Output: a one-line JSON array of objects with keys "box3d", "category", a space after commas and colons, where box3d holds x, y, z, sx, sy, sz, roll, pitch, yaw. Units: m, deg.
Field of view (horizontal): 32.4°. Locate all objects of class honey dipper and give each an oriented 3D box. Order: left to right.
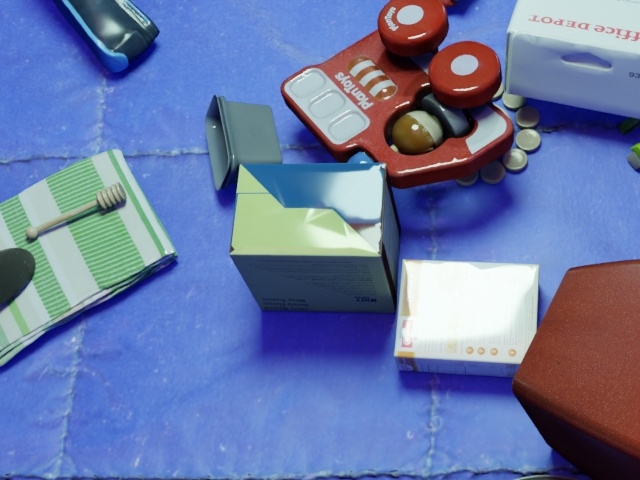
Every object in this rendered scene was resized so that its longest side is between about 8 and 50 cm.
[{"box3d": [-0.367, -0.042, 1.645, 0.160, 0.030, 0.030, -23, 63, 5], "category": "honey dipper"}]

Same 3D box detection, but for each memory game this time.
[{"box3d": [0.236, -0.164, 1.640, 0.186, 0.012, 0.186, -4, 64, 8], "category": "memory game"}]

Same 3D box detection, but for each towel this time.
[{"box3d": [-0.401, 0.018, 1.660, 0.325, 0.038, 0.248, -31, 63, -3], "category": "towel"}]

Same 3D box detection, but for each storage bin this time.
[{"box3d": [-0.116, -0.143, 1.658, 0.091, 0.098, 0.135, -1, 61, -21], "category": "storage bin"}]

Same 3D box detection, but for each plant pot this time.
[{"box3d": [0.389, 0.174, 1.324, 0.236, 0.267, 0.267, 15, 65, 37], "category": "plant pot"}]

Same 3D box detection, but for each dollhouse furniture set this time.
[{"box3d": [0.486, -0.115, 1.566, 0.076, 0.058, 0.152, -31, 83, -13], "category": "dollhouse furniture set"}]

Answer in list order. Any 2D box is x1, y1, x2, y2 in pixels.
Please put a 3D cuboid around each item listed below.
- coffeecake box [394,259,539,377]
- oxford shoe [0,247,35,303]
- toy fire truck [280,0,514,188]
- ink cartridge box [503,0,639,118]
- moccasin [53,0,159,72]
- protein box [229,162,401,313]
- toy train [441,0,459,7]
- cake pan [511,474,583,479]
[{"box3d": [0.199, 0.105, 1.490, 0.185, 0.068, 0.142, 2, 66, 11], "category": "coffeecake box"}, {"box3d": [-0.516, 0.072, 1.605, 0.212, 0.076, 0.076, -32, 22, -15], "category": "oxford shoe"}, {"box3d": [0.115, -0.185, 1.559, 0.254, 0.169, 0.302, -33, 56, -7], "category": "toy fire truck"}, {"box3d": [0.408, -0.337, 1.590, 0.223, 0.129, 0.307, 13, 55, 15], "category": "ink cartridge box"}, {"box3d": [-0.386, -0.424, 1.825, 0.117, 0.138, 0.342, -34, 78, -11], "category": "moccasin"}, {"box3d": [0.000, 0.000, 1.500, 0.200, 0.201, 0.136, 0, 65, 10], "category": "protein box"}, {"box3d": [0.185, -0.487, 1.762, 0.143, 0.105, 0.248, -30, 56, -22], "category": "toy train"}, {"box3d": [0.278, 0.424, 1.328, 0.293, 0.054, 0.293, -5, 66, 11], "category": "cake pan"}]
